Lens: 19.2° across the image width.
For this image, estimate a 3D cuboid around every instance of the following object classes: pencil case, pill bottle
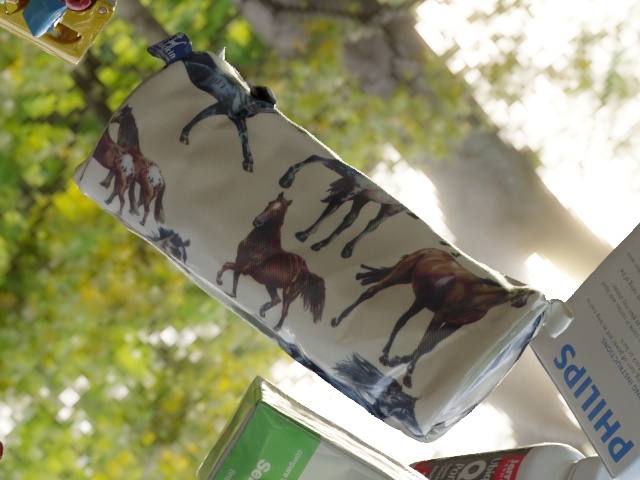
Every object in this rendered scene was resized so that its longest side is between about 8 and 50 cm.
[{"bbox_3d":[0.000,0.000,1.569,0.183,0.410,0.160,-48,163,-16],"label":"pencil case"},{"bbox_3d":[0.253,0.352,2.412,0.319,0.176,0.176,-13,-152,40],"label":"pill bottle"}]

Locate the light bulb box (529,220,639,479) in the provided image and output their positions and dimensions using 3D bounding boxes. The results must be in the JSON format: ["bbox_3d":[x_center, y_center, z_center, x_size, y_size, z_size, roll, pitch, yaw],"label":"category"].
[{"bbox_3d":[0.489,0.104,2.015,0.361,0.358,0.225,-50,-140,21],"label":"light bulb box"}]

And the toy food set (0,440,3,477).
[{"bbox_3d":[-0.401,0.218,2.145,0.019,0.122,0.078,-34,-151,34],"label":"toy food set"}]

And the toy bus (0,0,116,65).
[{"bbox_3d":[-0.281,-0.243,1.713,0.191,0.202,0.104,-11,148,-53],"label":"toy bus"}]

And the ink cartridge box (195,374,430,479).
[{"bbox_3d":[0.034,0.258,1.766,0.121,0.289,0.211,-59,-177,0],"label":"ink cartridge box"}]
